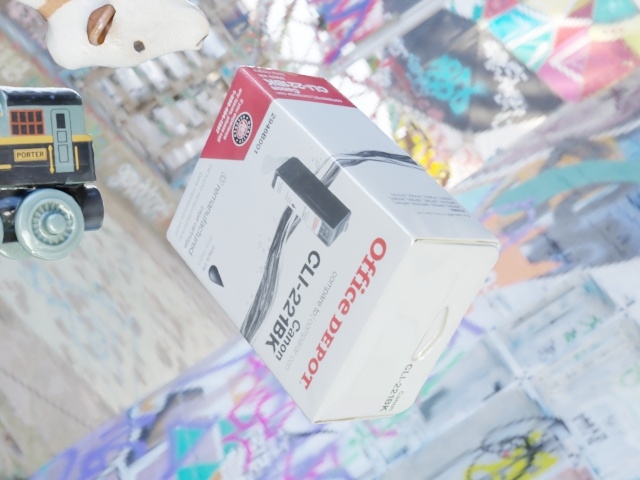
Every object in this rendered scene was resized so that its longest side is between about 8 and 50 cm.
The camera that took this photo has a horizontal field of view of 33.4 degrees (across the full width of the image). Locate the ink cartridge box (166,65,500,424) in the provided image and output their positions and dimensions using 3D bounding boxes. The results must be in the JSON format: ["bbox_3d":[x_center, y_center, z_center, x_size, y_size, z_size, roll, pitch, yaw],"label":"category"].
[{"bbox_3d":[0.000,0.000,0.949,0.114,0.197,0.273,1,35,-43],"label":"ink cartridge box"}]

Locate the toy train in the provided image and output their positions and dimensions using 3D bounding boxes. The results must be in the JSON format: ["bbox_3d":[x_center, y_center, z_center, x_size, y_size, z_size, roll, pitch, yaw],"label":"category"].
[{"bbox_3d":[-0.388,-0.065,1.117,0.142,0.333,0.190,-2,-87,56],"label":"toy train"}]

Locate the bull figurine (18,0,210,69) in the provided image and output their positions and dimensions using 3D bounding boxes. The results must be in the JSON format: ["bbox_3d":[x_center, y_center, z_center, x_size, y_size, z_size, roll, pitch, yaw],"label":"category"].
[{"bbox_3d":[-0.151,-0.228,0.509,0.310,0.188,0.101,40,-6,-8],"label":"bull figurine"}]
